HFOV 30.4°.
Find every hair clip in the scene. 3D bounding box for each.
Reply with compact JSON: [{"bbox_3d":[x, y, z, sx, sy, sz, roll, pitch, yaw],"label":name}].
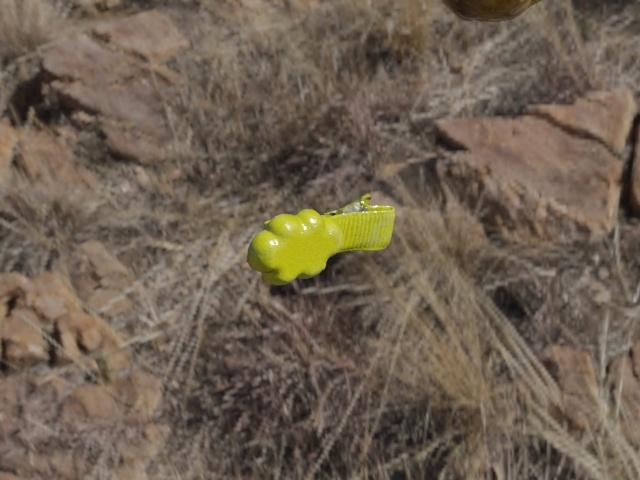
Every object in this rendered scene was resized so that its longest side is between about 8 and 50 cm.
[{"bbox_3d":[0.000,0.000,1.113,0.046,0.072,0.173,24,25,38],"label":"hair clip"}]

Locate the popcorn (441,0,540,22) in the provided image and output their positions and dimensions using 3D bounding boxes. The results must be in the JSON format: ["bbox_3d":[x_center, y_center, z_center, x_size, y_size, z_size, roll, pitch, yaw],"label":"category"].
[{"bbox_3d":[0.201,-0.383,1.222,0.332,0.265,0.225,-34,60,31],"label":"popcorn"}]
